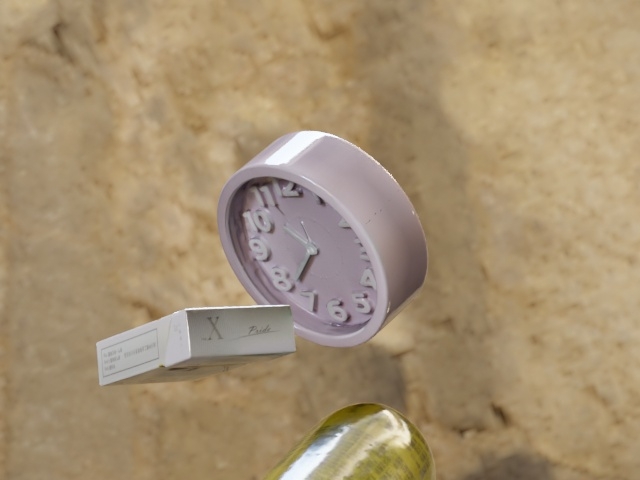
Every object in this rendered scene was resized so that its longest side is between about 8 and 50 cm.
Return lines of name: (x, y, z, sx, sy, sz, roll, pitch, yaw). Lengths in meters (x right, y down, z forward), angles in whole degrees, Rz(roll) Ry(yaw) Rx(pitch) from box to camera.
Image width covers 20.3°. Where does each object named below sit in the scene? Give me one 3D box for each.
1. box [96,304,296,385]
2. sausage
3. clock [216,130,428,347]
box: (-0.091, 0.075, 1.276, 0.084, 0.154, 0.040, 2, -101, -30)
sausage: (-0.008, 0.235, 1.393, 0.123, 0.123, 0.347, 61, -143, -11)
clock: (0.000, 0.000, 1.644, 0.068, 0.197, 0.197, -40, -74, -38)
